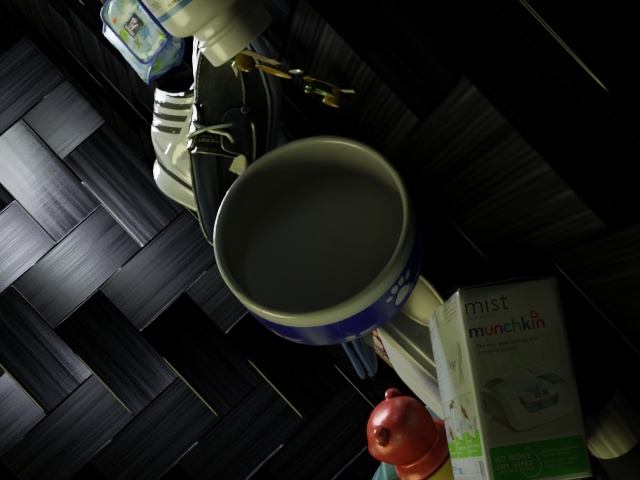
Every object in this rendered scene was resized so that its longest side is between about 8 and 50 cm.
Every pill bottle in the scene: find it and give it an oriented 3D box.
[{"bbox_3d":[-0.159,-0.316,1.316,0.221,0.124,0.124,50,170,-17],"label":"pill bottle"}]

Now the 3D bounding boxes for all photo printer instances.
[{"bbox_3d":[0.220,0.228,1.932,0.256,0.107,0.307,42,169,26],"label":"photo printer"}]

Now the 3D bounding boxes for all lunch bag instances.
[{"bbox_3d":[-0.293,-0.351,1.881,0.129,0.096,0.151,49,157,5],"label":"lunch bag"}]

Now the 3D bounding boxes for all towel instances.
[{"bbox_3d":[0.037,0.060,1.828,0.285,0.034,0.209,-94,-19,-49],"label":"towel"}]

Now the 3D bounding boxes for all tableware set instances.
[{"bbox_3d":[-0.040,-0.195,1.376,0.154,0.024,0.104,17,-179,-21],"label":"tableware set"}]

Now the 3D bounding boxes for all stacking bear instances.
[{"bbox_3d":[0.188,0.359,1.830,0.289,0.175,0.164,42,141,-22],"label":"stacking bear"}]

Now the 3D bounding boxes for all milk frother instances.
[{"bbox_3d":[0.332,0.248,1.415,0.134,0.143,0.129,50,176,-21],"label":"milk frother"}]

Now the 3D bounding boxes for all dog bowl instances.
[{"bbox_3d":[0.000,0.000,1.485,0.265,0.265,0.104,41,171,31],"label":"dog bowl"}]

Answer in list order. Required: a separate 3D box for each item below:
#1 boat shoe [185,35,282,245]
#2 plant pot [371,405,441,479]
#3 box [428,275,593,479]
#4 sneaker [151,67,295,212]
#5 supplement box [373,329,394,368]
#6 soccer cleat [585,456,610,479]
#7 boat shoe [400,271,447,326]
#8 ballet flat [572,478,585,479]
[{"bbox_3d":[-0.123,-0.143,1.544,0.121,0.119,0.335,6,120,24],"label":"boat shoe"},{"bbox_3d":[0.260,0.521,2.402,0.341,0.341,0.334,43,161,25],"label":"plant pot"},{"bbox_3d":[0.219,0.181,1.379,0.262,0.127,0.231,96,166,-77],"label":"box"},{"bbox_3d":[-0.084,-0.116,1.681,0.448,0.169,0.257,26,144,23],"label":"sneaker"},{"bbox_3d":[0.132,0.168,2.155,0.104,0.081,0.188,41,169,30],"label":"supplement box"},{"bbox_3d":[0.448,0.399,1.771,0.196,0.068,0.076,33,166,47],"label":"soccer cleat"},{"bbox_3d":[0.136,0.058,1.815,0.206,0.075,0.065,40,-148,12],"label":"boat shoe"},{"bbox_3d":[0.327,0.300,1.674,0.139,0.139,0.400,47,-173,2],"label":"ballet flat"}]
